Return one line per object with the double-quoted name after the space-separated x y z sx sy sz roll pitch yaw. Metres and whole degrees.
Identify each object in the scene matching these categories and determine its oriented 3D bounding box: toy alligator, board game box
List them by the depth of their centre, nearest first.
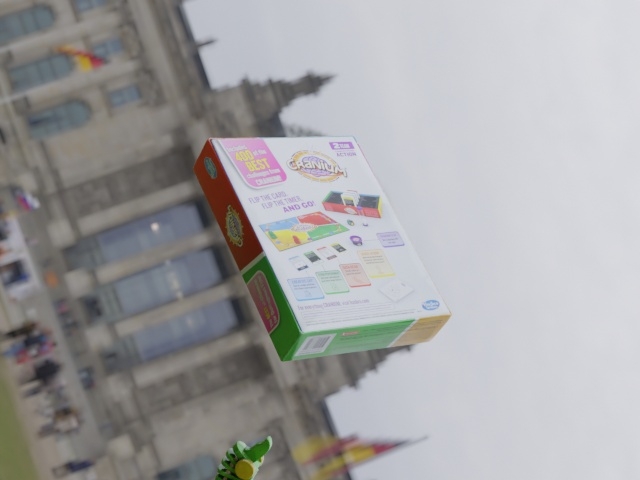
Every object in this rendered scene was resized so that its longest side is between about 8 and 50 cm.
0.000 0.000 1.805 0.064 0.242 0.316 -56 -131 42 "board game box"
-0.130 0.345 1.946 0.051 0.189 0.056 31 18 6 "toy alligator"
